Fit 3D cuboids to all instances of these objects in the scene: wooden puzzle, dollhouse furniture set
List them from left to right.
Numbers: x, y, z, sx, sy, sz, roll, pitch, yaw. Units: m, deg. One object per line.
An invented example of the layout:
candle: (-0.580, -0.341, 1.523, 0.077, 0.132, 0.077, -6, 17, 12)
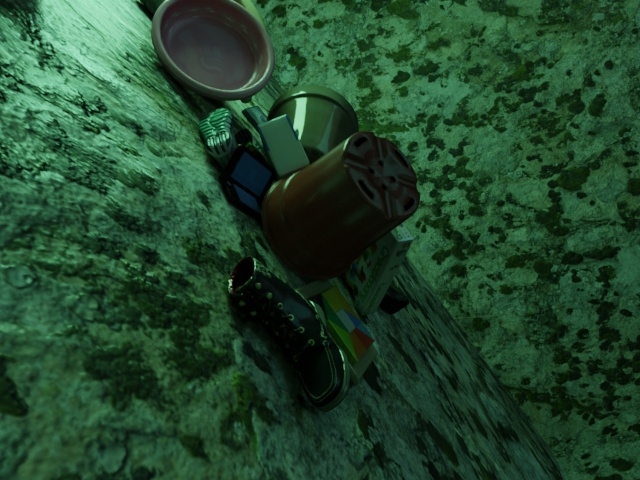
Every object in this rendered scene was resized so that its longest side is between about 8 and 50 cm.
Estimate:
dollhouse furniture set: (-0.169, -0.181, 1.144, 0.076, 0.059, 0.151, 35, 22, -51)
wooden puzzle: (0.043, 0.179, 0.962, 0.220, 0.044, 0.239, 54, 13, 8)

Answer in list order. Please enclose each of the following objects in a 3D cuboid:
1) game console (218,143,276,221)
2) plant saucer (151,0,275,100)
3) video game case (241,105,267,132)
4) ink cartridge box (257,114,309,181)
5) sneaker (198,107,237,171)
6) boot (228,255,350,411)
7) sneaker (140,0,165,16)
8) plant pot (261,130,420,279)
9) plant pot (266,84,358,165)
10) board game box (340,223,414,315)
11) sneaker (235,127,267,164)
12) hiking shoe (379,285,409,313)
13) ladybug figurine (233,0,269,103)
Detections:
game console: (-0.149, -0.123, 1.004, 0.144, 0.085, 0.124, 35, 21, -51)
plant saucer: (-0.295, -0.525, 1.229, 0.333, 0.084, 0.331, 9, 70, -25)
video game case: (-0.212, -0.442, 1.746, 0.196, 0.026, 0.274, 49, 13, -13)
ink cartridge box: (-0.090, -0.212, 1.176, 0.203, 0.086, 0.148, 87, -21, -78)
sneaker: (-0.238, -0.236, 1.069, 0.223, 0.083, 0.098, -105, 176, -49)
boot: (-0.055, 0.133, 0.670, 0.179, 0.085, 0.236, 43, 10, -29)
sneaker: (-0.497, -0.754, 1.471, 0.130, 0.109, 0.286, 59, 19, -13)
plant pot: (0.055, -0.083, 0.970, 0.273, 0.265, 0.272, 18, 57, -31)
plant pot: (-0.036, -0.298, 1.444, 0.323, 0.323, 0.280, 45, 31, -30)
board game box: (0.130, 0.034, 1.176, 0.053, 0.305, 0.192, -10, 50, -24)
sneaker: (-0.195, -0.248, 1.267, 0.161, 0.057, 0.075, 59, -2, 30)
hiking shoe: (0.222, 0.173, 1.488, 0.227, 0.086, 0.114, 33, 27, -53)
ladybug figurine: (-0.317, -0.623, 1.394, 0.306, 0.162, 0.448, -14, 80, -30)
